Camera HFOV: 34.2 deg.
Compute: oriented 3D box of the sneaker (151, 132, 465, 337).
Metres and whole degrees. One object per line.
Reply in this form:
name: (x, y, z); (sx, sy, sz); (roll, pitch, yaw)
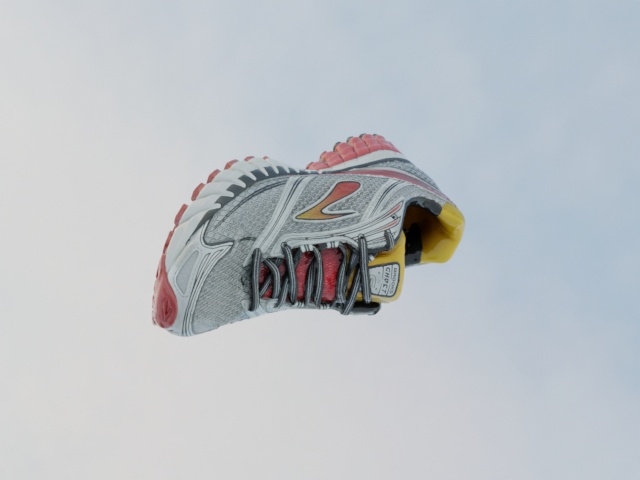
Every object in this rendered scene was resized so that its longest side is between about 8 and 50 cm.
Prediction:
sneaker: (0.000, 0.000, 0.589); (0.092, 0.225, 0.088); (37, -49, 29)
